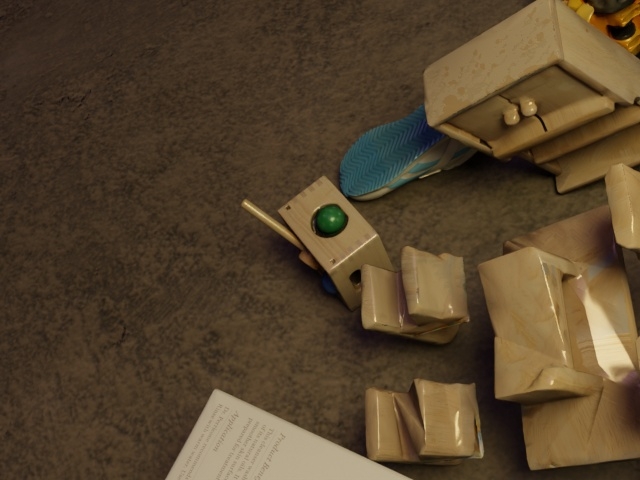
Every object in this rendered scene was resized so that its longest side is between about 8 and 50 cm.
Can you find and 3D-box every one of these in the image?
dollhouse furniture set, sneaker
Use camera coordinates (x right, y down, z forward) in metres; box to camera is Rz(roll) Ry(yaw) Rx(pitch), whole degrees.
[{"bbox_3d":[0.252,0.014,0.762,0.362,0.256,0.395,-25,59,45],"label":"dollhouse furniture set"},{"bbox_3d":[0.126,-0.112,0.982,0.228,0.092,0.088,-30,57,23],"label":"sneaker"}]

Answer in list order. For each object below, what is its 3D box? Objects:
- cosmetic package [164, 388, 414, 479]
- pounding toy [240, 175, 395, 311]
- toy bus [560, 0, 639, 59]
[{"bbox_3d":[0.028,0.318,0.733,0.384,0.156,0.217,21,70,25],"label":"cosmetic package"},{"bbox_3d":[0.000,0.000,0.922,0.100,0.141,0.130,-37,58,-5],"label":"pounding toy"},{"bbox_3d":[0.356,-0.324,0.999,0.220,0.149,0.211,-45,46,-6],"label":"toy bus"}]
